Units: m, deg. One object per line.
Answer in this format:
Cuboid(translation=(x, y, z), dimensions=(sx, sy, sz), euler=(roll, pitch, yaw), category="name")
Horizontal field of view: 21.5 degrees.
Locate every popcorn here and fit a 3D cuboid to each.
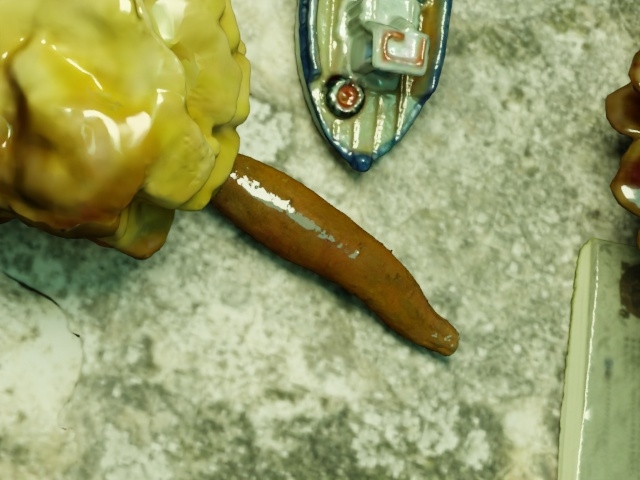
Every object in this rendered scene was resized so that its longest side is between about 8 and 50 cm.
Cuboid(translation=(-0.188, -0.140, 1.103), dimensions=(0.264, 0.225, 0.332), euler=(-14, 101, 7), category="popcorn")

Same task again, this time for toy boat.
Cuboid(translation=(0.047, -0.183, 1.252), dimensions=(0.114, 0.115, 0.262), euler=(8, 76, -18), category="toy boat")

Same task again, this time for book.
Cuboid(translation=(0.354, 0.143, 1.339), dimensions=(0.352, 0.035, 0.239), euler=(12, 72, -17), category="book")

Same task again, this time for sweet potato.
Cuboid(translation=(0.000, 0.000, 1.228), dimensions=(0.264, 0.057, 0.057), euler=(35, 69, -8), category="sweet potato")

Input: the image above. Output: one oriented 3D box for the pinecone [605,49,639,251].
Cuboid(translation=(0.423, -0.082, 1.242), dimensions=(0.397, 0.397, 0.398), euler=(4, 77, -19), category="pinecone")
